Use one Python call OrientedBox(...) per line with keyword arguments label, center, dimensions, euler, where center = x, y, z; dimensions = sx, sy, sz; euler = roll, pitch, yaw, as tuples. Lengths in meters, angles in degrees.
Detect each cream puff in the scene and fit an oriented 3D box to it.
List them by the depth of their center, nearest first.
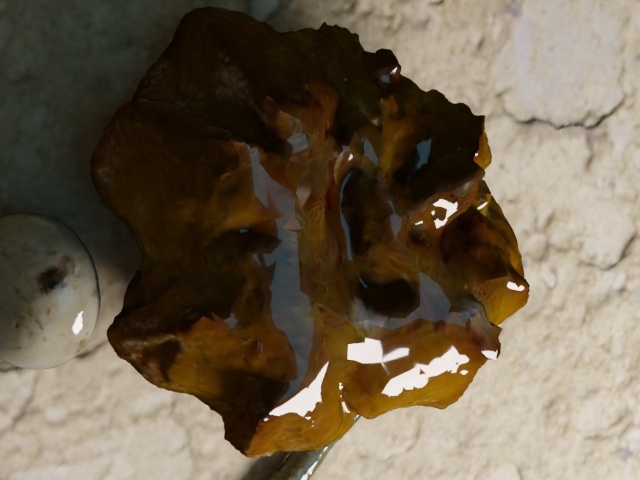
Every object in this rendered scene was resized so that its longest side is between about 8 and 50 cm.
OrientedBox(label="cream puff", center=(0.000, 0.000, 0.966), dimensions=(0.269, 0.155, 0.241), euler=(5, 93, -25))

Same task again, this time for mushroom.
OrientedBox(label="mushroom", center=(-0.148, 0.024, 0.931), dimensions=(0.079, 0.085, 0.085), euler=(-26, 117, -55))

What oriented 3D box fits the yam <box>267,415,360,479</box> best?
OrientedBox(label="yam", center=(-0.050, 0.179, 1.042), dimensions=(0.234, 0.029, 0.027), euler=(-45, 117, -15))
